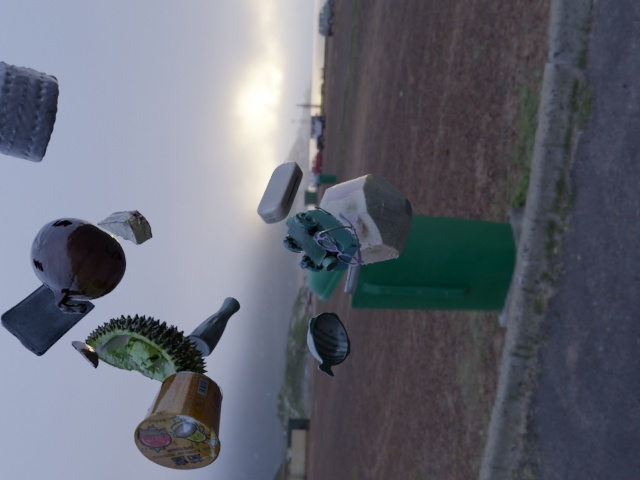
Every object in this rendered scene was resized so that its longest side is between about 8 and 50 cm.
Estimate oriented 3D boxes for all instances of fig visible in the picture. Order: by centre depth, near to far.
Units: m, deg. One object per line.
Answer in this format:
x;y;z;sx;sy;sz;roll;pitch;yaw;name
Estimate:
-0.607;0.050;1.690;0.214;0.235;0.235;-44;-13;-15;fig

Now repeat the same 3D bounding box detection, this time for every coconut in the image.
0.159;-0.069;2.265;0.298;0.310;0.297;25;-123;-47;coconut

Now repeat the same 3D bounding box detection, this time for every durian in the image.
-0.470;0.310;1.904;0.169;0.356;0.157;-63;-4;5;durian

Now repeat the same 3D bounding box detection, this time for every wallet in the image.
-0.795;0.214;1.984;0.222;0.167;0.036;-48;-7;-35;wallet

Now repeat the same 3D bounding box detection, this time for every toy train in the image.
0.000;0.000;1.883;0.203;0.163;0.112;47;122;30;toy train

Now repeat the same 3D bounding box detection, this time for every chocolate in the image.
-0.574;0.275;1.677;0.101;0.031;0.064;11;141;55;chocolate

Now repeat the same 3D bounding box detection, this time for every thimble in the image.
-0.783;-0.335;1.777;0.217;0.157;0.245;-32;51;51;thimble

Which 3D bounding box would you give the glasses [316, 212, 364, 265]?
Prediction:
0.061;-0.013;1.638;0.063;0.140;0.103;-12;47;55;glasses

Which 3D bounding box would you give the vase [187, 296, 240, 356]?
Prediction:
-0.319;0.256;2.082;0.214;0.086;0.086;-54;-26;-49;vase

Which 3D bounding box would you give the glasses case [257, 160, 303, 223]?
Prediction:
-0.103;-0.125;1.757;0.050;0.083;0.196;55;-141;-35;glasses case

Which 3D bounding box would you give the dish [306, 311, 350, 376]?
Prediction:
0.010;0.380;2.487;0.224;0.078;0.246;38;-134;-32;dish

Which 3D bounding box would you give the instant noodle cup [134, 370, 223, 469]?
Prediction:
-0.346;0.450;1.733;0.172;0.216;0.215;-84;-2;-55;instant noodle cup

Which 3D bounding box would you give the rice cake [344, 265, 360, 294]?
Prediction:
0.129;0.097;2.494;0.036;0.047;0.206;-149;69;-70;rice cake

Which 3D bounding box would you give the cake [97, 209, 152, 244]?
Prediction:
-0.706;-0.073;2.426;0.086;0.221;0.116;-41;-33;-38;cake
